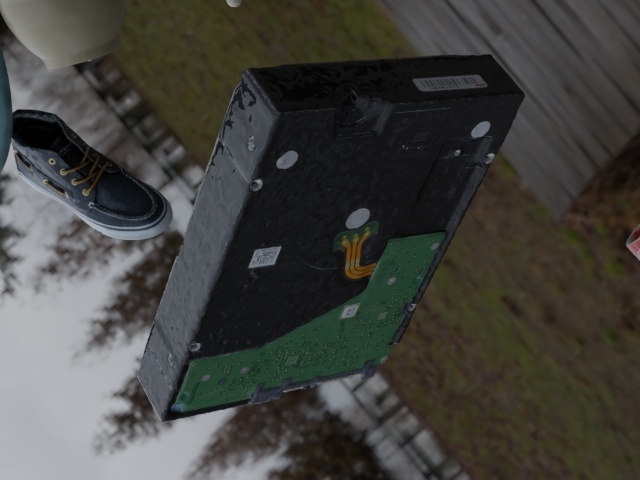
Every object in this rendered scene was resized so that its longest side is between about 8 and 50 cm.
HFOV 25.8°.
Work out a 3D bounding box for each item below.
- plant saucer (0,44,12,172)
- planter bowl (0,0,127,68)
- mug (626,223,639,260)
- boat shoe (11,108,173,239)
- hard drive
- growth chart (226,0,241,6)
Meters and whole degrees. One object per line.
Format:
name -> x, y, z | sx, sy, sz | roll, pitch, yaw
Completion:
plant saucer -> -0.377, -0.172, 1.166 | 0.317, 0.043, 0.318 | 26, 132, 32
planter bowl -> -0.301, -0.272, 1.685 | 0.162, 0.162, 0.109 | -126, 19, -71
mug -> 0.444, 0.021, 1.551 | 0.169, 0.150, 0.113 | 44, -136, 1
boat shoe -> -0.231, -0.064, 1.362 | 0.183, 0.065, 0.083 | 24, 154, 21
hard drive -> 0.000, 0.000, 1.135 | 0.064, 0.237, 0.339 | 56, 140, 34
growth chart -> -0.163, -0.333, 1.427 | 0.237, 0.021, 0.172 | 28, 145, 33
